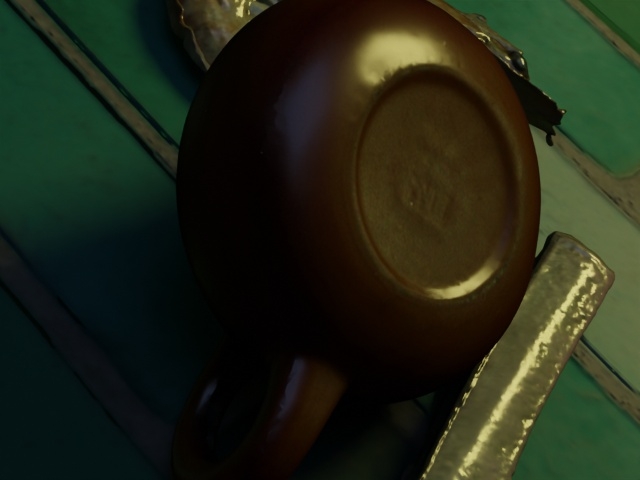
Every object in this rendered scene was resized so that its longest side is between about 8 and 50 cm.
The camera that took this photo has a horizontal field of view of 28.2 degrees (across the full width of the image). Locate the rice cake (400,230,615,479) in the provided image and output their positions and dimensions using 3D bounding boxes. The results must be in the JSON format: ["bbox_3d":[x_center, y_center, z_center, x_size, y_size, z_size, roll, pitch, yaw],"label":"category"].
[{"bbox_3d":[0.085,0.067,0.577,0.047,0.036,0.206,40,50,-5],"label":"rice cake"}]

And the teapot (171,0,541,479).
[{"bbox_3d":[0.000,0.000,0.550,0.178,0.135,0.252,38,65,-27],"label":"teapot"}]

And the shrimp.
[{"bbox_3d":[0.020,-0.098,0.668,0.223,0.047,0.126,28,57,8],"label":"shrimp"}]
